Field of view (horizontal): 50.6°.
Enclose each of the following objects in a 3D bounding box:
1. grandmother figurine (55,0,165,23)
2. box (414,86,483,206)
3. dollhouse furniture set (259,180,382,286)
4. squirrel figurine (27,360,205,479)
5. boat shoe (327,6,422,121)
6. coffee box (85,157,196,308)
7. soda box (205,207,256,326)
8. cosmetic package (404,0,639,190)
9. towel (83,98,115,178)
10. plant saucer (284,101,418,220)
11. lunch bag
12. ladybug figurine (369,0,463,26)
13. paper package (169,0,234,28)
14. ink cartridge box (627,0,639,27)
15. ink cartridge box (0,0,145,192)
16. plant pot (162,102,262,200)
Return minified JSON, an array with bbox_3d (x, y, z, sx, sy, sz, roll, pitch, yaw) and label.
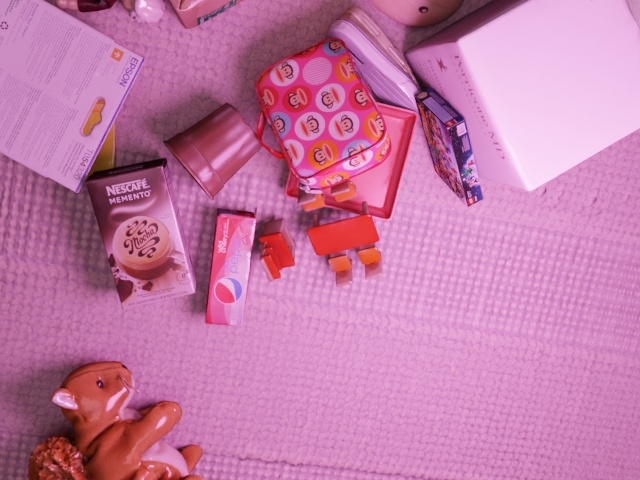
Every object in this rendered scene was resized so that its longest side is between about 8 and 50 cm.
[{"bbox_3d":[-0.479,-0.565,1.403,0.342,0.104,0.208,28,129,-16],"label":"grandmother figurine"},{"bbox_3d":[0.286,-0.206,1.510,0.044,0.159,0.233,-28,132,-2],"label":"box"},{"bbox_3d":[0.000,0.000,1.528,0.259,0.135,0.262,-14,126,13],"label":"dollhouse furniture set"},{"bbox_3d":[-0.501,0.482,1.536,0.397,0.281,0.370,-36,98,-2],"label":"squirrel figurine"},{"bbox_3d":[0.148,-0.396,1.521,0.302,0.109,0.094,43,71,-23],"label":"boat shoe"},{"bbox_3d":[-0.392,-0.019,1.507,0.168,0.119,0.297,-13,108,-5],"label":"coffee box"},{"bbox_3d":[-0.210,0.063,1.579,0.092,0.083,0.264,6,101,-9],"label":"soda box"},{"bbox_3d":[0.428,-0.341,1.427,0.327,0.394,0.330,-29,104,-1],"label":"cosmetic package"},{"bbox_3d":[-0.506,-0.255,1.503,0.102,0.021,0.237,3,102,-4],"label":"towel"},{"bbox_3d":[0.069,-0.199,1.568,0.258,0.048,0.259,13,100,-1],"label":"plant saucer"},{"bbox_3d":[-0.010,-0.257,1.434,0.258,0.120,0.293,-25,71,7],"label":"lunch bag"},{"bbox_3d":[0.185,-0.682,1.438,0.305,0.162,0.450,-28,104,-1],"label":"ladybug figurine"},{"bbox_3d":[-0.271,-0.592,1.306,0.168,0.325,0.310,-27,104,-2],"label":"paper package"},{"bbox_3d":[0.692,-0.632,1.583,0.384,0.091,0.308,-15,105,12],"label":"ink cartridge box"},{"bbox_3d":[-0.577,-0.317,1.429,0.330,0.071,0.324,29,96,-4],"label":"ink cartridge box"},{"bbox_3d":[-0.229,-0.204,1.487,0.165,0.167,0.167,-41,104,-6],"label":"plant pot"}]
